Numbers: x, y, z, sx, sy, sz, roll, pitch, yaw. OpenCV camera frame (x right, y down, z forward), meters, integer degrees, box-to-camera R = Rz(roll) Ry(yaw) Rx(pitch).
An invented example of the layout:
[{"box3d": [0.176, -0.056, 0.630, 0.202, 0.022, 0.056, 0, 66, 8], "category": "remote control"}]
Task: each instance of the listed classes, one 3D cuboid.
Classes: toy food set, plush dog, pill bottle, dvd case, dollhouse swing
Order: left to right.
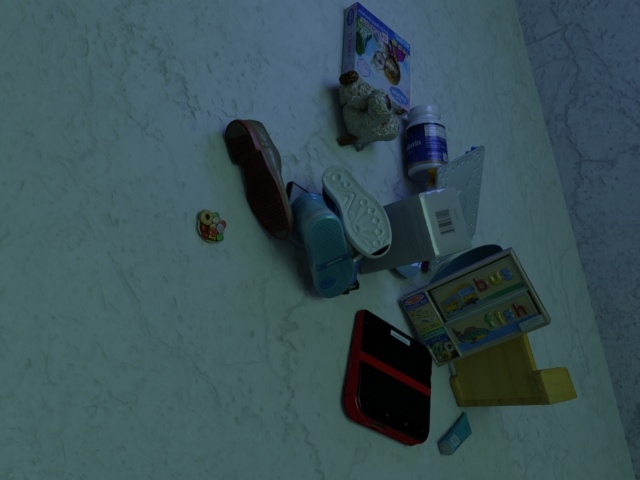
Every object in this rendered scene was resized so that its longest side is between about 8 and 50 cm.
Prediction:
[{"box3d": [-0.277, -0.035, 1.510, 0.083, 0.020, 0.083, 17, 65, -42], "category": "toy food set"}, {"box3d": [-0.019, -0.045, 1.782, 0.253, 0.022, 0.180, 31, 57, -36], "category": "dvd case"}, {"box3d": [0.132, -0.448, 1.982, 0.262, 0.211, 0.225, 40, 31, -67], "category": "plush dog"}, {"box3d": [0.397, -0.366, 2.219, 0.153, 0.153, 0.264, 14, 68, -43], "category": "pill bottle"}, {"box3d": [0.666, 0.430, 2.112, 0.315, 0.347, 0.304, 7, 72, -45], "category": "dollhouse swing"}]

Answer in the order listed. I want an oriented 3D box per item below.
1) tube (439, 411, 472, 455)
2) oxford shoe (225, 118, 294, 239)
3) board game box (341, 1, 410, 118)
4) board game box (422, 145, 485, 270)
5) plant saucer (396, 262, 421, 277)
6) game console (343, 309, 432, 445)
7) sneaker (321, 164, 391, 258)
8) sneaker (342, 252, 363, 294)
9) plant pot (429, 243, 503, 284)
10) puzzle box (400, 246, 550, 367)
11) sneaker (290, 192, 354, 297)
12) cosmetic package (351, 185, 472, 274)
[{"box3d": [0.483, 0.680, 2.067, 0.207, 0.052, 0.080, -18, 96, -53], "category": "tube"}, {"box3d": [-0.136, -0.176, 1.630, 0.130, 0.123, 0.348, -26, 98, -52], "category": "oxford shoe"}, {"box3d": [0.213, -0.660, 2.180, 0.319, 0.066, 0.317, 21, 64, -41], "category": "board game box"}, {"box3d": [0.495, -0.129, 2.204, 0.390, 0.050, 0.389, -29, 127, -47], "category": "board game box"}, {"box3d": [0.284, 0.036, 2.062, 0.195, 0.037, 0.194, 17, 66, -42], "category": "plant saucer"}, {"box3d": [0.225, 0.442, 1.873, 0.387, 0.060, 0.341, 35, 49, -35], "category": "game console"}, {"box3d": [0.110, -0.050, 1.729, 0.322, 0.130, 0.236, 59, -6, 25], "category": "sneaker"}, {"box3d": [0.097, 0.109, 1.826, 0.152, 0.058, 0.084, -42, 103, -40], "category": "sneaker"}, {"box3d": [0.568, 0.175, 2.115, 0.195, 0.290, 0.290, 55, 45, -12], "category": "plant pot"}, {"box3d": [0.504, 0.225, 1.945, 0.272, 0.409, 0.052, 61, 24, -1], "category": "puzzle box"}, {"box3d": [0.000, 0.000, 1.686, 0.127, 0.208, 0.319, -18, 132, -12], "category": "sneaker"}, {"box3d": [0.255, -0.024, 1.792, 0.155, 0.366, 0.196, -15, 89, -32], "category": "cosmetic package"}]
